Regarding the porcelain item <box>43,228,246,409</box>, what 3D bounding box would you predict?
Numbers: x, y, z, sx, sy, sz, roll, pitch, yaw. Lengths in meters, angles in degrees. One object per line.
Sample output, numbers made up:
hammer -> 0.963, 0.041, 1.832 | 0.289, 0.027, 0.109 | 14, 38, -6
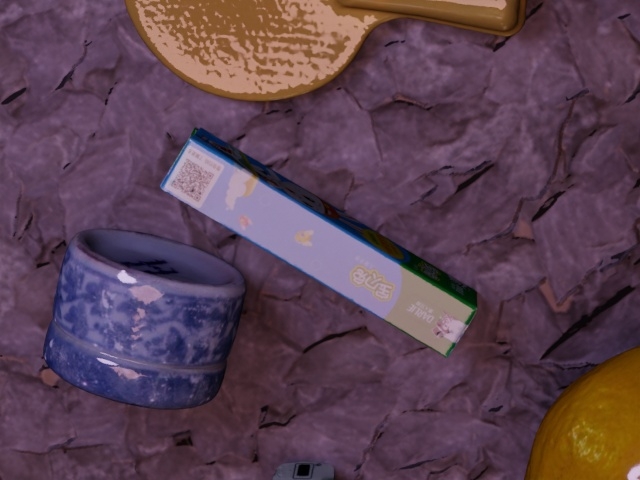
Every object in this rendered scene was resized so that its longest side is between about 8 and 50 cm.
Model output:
porcelain item -> -0.140, 0.064, 1.533 | 0.147, 0.147, 0.114 | 17, 103, 1

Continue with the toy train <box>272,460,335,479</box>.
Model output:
toy train -> -0.012, 0.308, 1.631 | 0.055, 0.048, 0.251 | -1, 108, 0

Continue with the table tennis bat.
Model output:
table tennis bat -> 0.001, -0.200, 1.514 | 0.321, 0.050, 0.198 | 7, 104, 7

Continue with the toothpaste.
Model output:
toothpaste -> 0.000, 0.000, 1.550 | 0.267, 0.065, 0.050 | 31, 100, -2

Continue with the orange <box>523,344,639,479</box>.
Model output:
orange -> 0.283, 0.214, 1.478 | 0.235, 0.279, 0.279 | -11, 103, -23
